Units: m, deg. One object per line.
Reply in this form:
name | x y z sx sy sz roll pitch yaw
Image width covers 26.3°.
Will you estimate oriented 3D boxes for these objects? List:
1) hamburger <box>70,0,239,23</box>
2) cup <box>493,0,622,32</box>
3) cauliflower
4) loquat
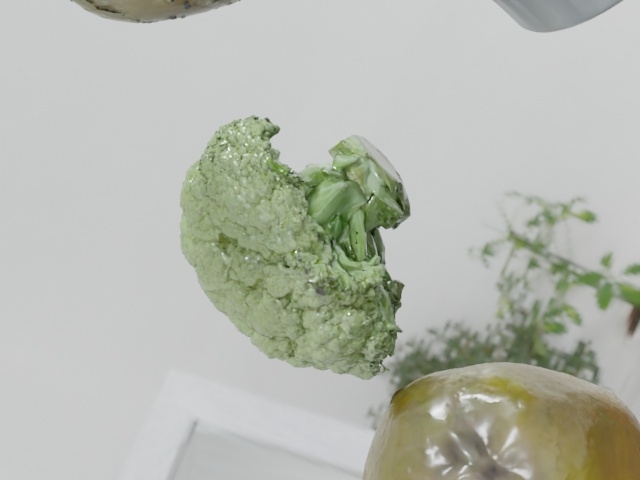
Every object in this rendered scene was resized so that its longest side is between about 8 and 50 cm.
hamburger | -0.198 -0.393 1.546 0.277 0.318 0.195 -39 24 11
cup | 0.142 -0.374 1.164 0.253 0.371 0.253 -35 26 21
cauliflower | 0.000 0.000 1.415 0.250 0.272 0.275 -45 -19 -16
loquat | 0.173 0.242 1.227 0.284 0.276 0.276 43 -114 -59
